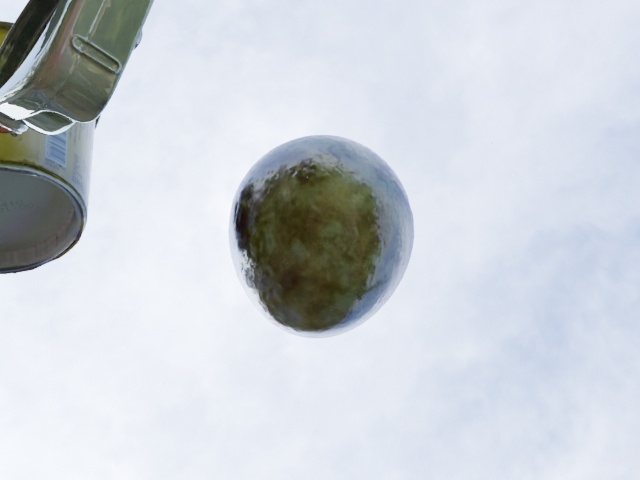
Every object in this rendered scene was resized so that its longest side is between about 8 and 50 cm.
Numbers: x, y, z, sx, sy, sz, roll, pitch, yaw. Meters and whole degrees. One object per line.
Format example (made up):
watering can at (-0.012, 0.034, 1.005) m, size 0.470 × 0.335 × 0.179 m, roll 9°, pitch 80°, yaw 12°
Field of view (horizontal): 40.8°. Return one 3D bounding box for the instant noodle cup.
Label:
instant noodle cup at (-0.479, -0.120, 1.277) m, size 0.325 × 0.325 × 0.254 m, roll -25°, pitch -125°, yaw 13°

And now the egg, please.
egg at (0.000, 0.000, 1.091) m, size 0.238 × 0.290 × 0.238 m, roll 2°, pitch -44°, yaw 2°

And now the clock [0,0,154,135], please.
clock at (-0.209, -0.152, 0.687) m, size 0.191 × 0.062 × 0.152 m, roll -9°, pitch -122°, yaw 50°
